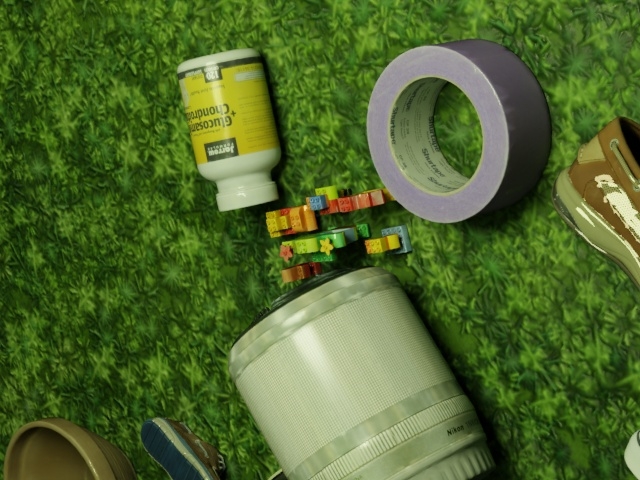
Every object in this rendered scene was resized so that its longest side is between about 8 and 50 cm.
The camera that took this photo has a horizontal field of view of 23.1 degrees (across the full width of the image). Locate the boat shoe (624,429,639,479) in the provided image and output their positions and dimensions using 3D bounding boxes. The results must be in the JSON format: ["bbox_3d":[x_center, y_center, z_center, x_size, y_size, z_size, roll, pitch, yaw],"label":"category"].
[{"bbox_3d":[0.433,0.230,1.475,0.301,0.108,0.102,27,118,33],"label":"boat shoe"}]

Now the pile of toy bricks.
[{"bbox_3d":[0.000,0.000,1.813,0.212,0.105,0.118,-10,94,44],"label":"pile of toy bricks"}]

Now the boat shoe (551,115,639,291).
[{"bbox_3d":[0.358,0.005,1.476,0.324,0.122,0.120,44,124,25],"label":"boat shoe"}]

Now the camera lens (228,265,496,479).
[{"bbox_3d":[0.042,0.182,1.743,0.219,0.219,0.274,-42,72,41],"label":"camera lens"}]

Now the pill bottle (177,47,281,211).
[{"bbox_3d":[-0.105,-0.132,1.878,0.103,0.103,0.184,-9,94,44],"label":"pill bottle"}]

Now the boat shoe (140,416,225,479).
[{"bbox_3d":[-0.161,0.297,2.067,0.183,0.066,0.066,50,127,29],"label":"boat shoe"}]

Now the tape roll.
[{"bbox_3d":[0.145,-0.117,1.667,0.189,0.080,0.189,13,109,41],"label":"tape roll"}]

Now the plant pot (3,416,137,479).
[{"bbox_3d":[-0.335,0.357,2.215,0.237,0.110,0.237,12,108,40],"label":"plant pot"}]

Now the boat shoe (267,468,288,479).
[{"bbox_3d":[-0.029,0.299,1.958,0.133,0.049,0.042,-49,60,34],"label":"boat shoe"}]
